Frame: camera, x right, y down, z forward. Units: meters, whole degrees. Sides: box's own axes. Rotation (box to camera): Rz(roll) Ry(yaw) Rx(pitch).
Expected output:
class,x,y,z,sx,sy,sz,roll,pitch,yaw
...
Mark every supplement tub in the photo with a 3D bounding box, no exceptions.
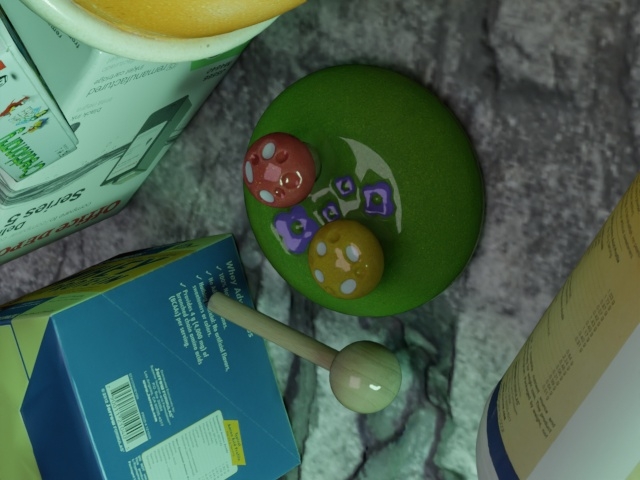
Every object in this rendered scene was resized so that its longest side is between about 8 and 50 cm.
class,x,y,z,sx,sy,sz,roll,pitch,yaw
supplement tub,0.247,0.060,0.853,0.228,0.228,0.316,42,127,18

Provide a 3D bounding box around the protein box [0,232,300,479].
class,x,y,z,sx,sy,sz,roll,pitch,yaw
protein box,-0.149,0.123,1.203,0.136,0.201,0.199,-10,100,39

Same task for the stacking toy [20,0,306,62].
class,x,y,z,sx,sy,sz,roll,pitch,yaw
stacking toy,0.052,-0.270,0.782,0.480,0.351,0.350,4,109,41

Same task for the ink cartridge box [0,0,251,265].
class,x,y,z,sx,sy,sz,roll,pitch,yaw
ink cartridge box,-0.184,-0.110,1.144,0.115,0.198,0.273,50,130,10

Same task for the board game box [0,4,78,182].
class,x,y,z,sx,sy,sz,roll,pitch,yaw
board game box,-0.216,-0.144,0.864,0.193,0.053,0.305,60,175,3

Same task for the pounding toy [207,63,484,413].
class,x,y,z,sx,sy,sz,roll,pitch,yaw
pounding toy,0.000,0.000,1.077,0.183,0.110,0.237,28,115,19
